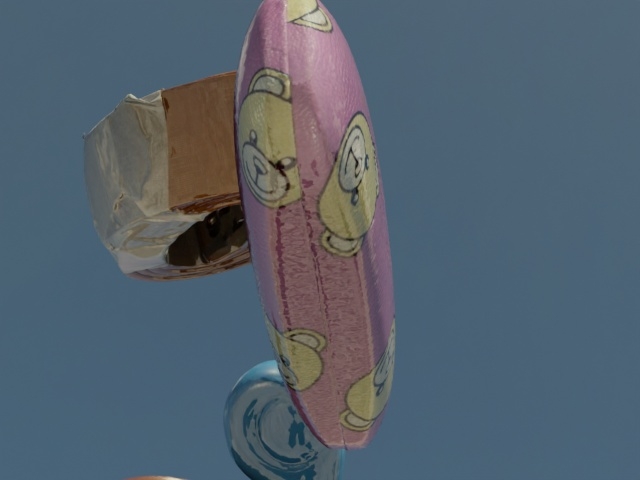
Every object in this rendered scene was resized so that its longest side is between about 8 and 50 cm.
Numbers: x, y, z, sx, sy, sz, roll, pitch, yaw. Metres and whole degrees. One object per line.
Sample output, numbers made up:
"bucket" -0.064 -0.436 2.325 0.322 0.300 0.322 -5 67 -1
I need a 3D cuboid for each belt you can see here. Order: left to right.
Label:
"belt" -0.083 -0.044 1.251 0.184 0.261 0.105 -10 -101 -12

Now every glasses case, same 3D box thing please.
"glasses case" 0.000 0.000 0.912 0.076 0.123 0.316 -6 -37 3

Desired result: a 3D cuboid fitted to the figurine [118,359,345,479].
"figurine" -0.133 0.289 1.384 0.416 0.298 0.243 -31 -97 14
